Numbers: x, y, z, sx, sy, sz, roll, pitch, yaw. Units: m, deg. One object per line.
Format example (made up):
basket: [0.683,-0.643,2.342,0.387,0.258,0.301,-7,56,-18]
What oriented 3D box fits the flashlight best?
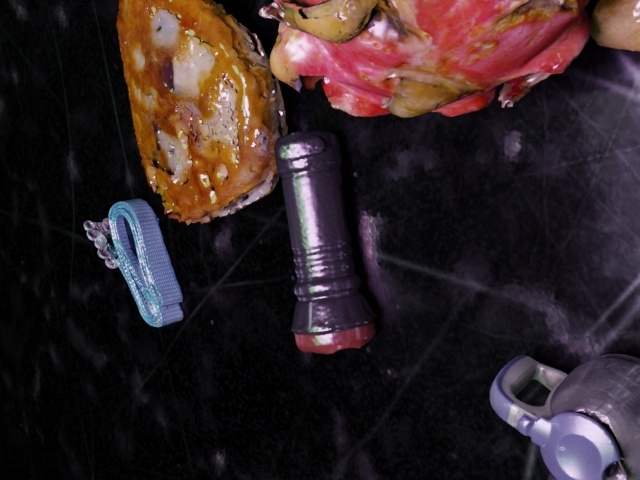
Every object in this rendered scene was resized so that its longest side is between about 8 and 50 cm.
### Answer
flashlight: [0.000,0.000,0.906,0.093,0.093,0.232,-9,90,45]

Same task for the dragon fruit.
dragon fruit: [0.066,-0.216,0.660,0.291,0.269,0.250,-25,69,51]

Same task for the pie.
pie: [-0.142,-0.156,0.997,0.308,0.085,0.308,19,118,40]

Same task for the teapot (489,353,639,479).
teapot: [0.221,0.143,0.706,0.149,0.108,0.111,56,130,18]

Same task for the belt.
belt: [-0.248,0.036,1.166,0.100,0.065,0.179,-26,81,34]

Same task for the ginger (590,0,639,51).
ginger: [0.291,-0.242,0.572,0.118,0.065,0.299,56,135,24]
